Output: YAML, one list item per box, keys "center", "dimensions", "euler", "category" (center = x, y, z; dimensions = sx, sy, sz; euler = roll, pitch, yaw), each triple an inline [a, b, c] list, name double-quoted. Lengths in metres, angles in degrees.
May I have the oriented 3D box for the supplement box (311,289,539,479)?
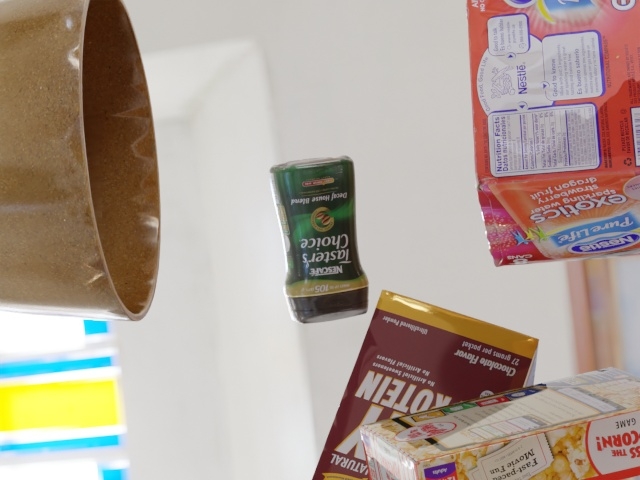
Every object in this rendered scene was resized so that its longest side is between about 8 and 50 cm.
- center: [0.081, 0.171, 1.406]
  dimensions: [0.194, 0.129, 0.191]
  euler: [77, -147, -70]
  category: "supplement box"

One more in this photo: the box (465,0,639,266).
- center: [0.159, -0.124, 1.118]
  dimensions: [0.122, 0.128, 0.257]
  euler: [68, -161, -62]
  category: "box"

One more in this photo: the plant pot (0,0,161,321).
- center: [-0.257, -0.050, 1.227]
  dimensions: [0.237, 0.254, 0.237]
  euler: [-6, -90, -83]
  category: "plant pot"

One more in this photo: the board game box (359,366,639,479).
- center: [0.138, 0.134, 1.185]
  dimensions: [0.147, 0.193, 0.045]
  euler: [-163, 62, -78]
  category: "board game box"

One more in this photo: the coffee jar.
- center: [0.000, 0.000, 2.001]
  dimensions: [0.079, 0.096, 0.184]
  euler: [-164, 66, -75]
  category: "coffee jar"
